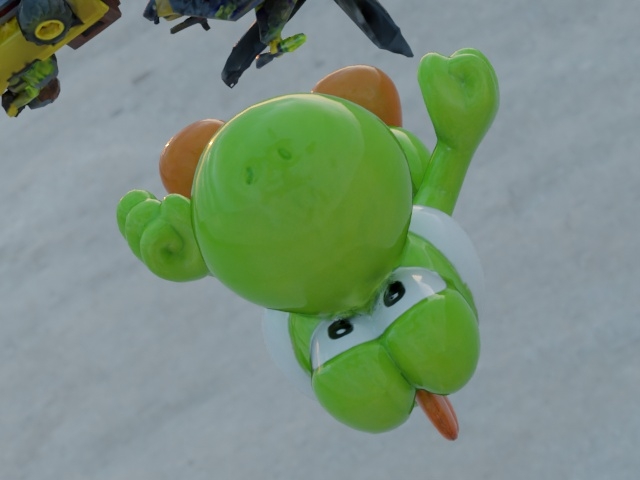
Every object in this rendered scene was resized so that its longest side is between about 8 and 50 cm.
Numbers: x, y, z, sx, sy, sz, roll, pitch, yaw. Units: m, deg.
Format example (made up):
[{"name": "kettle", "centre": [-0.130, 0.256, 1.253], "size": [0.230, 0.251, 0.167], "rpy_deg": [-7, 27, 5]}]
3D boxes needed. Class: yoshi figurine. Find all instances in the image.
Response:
[{"name": "yoshi figurine", "centre": [-0.003, -0.027, 0.957], "size": [0.362, 0.203, 0.204], "rpy_deg": [-118, 49, -71]}]

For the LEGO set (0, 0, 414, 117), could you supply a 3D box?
[{"name": "LEGO set", "centre": [-0.120, -0.141, 0.648], "size": [0.255, 0.192, 0.331], "rpy_deg": [-41, 57, 12]}]
